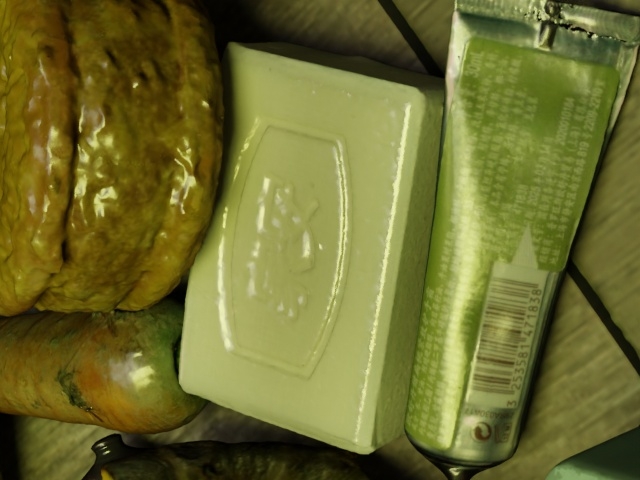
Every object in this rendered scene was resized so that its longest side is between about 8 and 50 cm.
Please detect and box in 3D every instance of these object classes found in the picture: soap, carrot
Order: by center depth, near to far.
[{"bbox_3d":[0.000,0.000,0.803,0.121,0.064,0.183,16,107,31],"label":"soap"},{"bbox_3d":[-0.181,0.075,0.940,0.298,0.078,0.078,-6,96,40],"label":"carrot"}]

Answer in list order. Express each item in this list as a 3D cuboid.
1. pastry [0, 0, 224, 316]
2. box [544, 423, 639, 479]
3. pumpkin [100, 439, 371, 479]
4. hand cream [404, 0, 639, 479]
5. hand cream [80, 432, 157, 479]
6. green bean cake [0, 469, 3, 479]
[{"bbox_3d":[-0.122,-0.051,0.815,0.188,0.103,0.189,-178,90,-65],"label":"pastry"},{"bbox_3d":[0.179,0.181,0.679,0.162,0.130,0.227,11,107,47],"label":"box"},{"bbox_3d":[-0.008,0.228,0.755,0.280,0.139,0.190,-139,46,-62],"label":"pumpkin"},{"bbox_3d":[0.085,0.003,0.755,0.086,0.055,0.235,10,105,0],"label":"hand cream"},{"bbox_3d":[-0.083,0.196,0.908,0.087,0.054,0.186,-23,93,30],"label":"hand cream"},{"bbox_3d":[-0.294,0.141,0.955,0.233,0.124,0.236,24,133,30],"label":"green bean cake"}]
